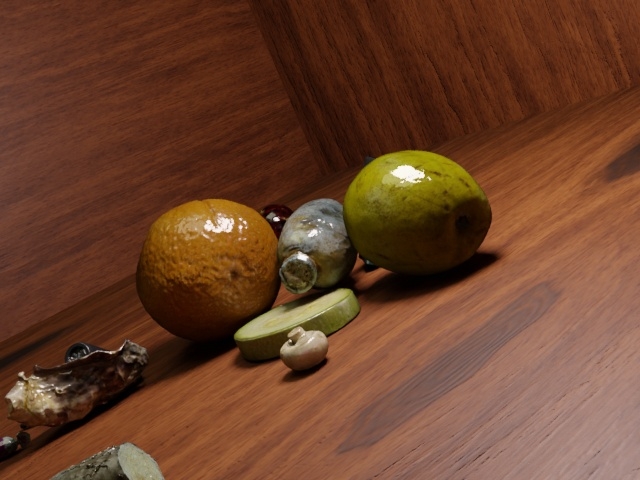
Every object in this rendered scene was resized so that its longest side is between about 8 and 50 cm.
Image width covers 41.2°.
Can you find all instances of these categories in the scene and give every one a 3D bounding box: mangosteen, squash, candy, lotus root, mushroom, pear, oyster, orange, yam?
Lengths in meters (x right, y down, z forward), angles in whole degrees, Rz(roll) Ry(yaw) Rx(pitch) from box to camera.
[{"bbox_3d":[-0.120,-0.022,2.578,0.172,0.184,0.172,-33,45,41],"label":"mangosteen"},{"bbox_3d":[-0.046,0.156,1.662,0.252,0.048,0.252,-23,9,4],"label":"squash"},{"bbox_3d":[-0.654,0.423,1.673,0.175,0.045,0.043,-24,43,-14],"label":"candy"},{"bbox_3d":[0.002,-0.002,1.835,0.175,0.175,0.349,-21,18,16],"label":"lotus root"},{"bbox_3d":[-0.028,0.180,1.425,0.084,0.067,0.083,-29,12,7],"label":"mushroom"},{"bbox_3d":[0.181,-0.049,1.659,0.253,0.252,0.307,-28,25,-24],"label":"pear"},{"bbox_3d":[-0.468,0.293,1.706,0.271,0.100,0.275,-40,-29,-10],"label":"oyster"},{"bbox_3d":[-0.248,0.065,1.869,0.322,0.322,0.357,-27,8,-21],"label":"orange"},{"bbox_3d":[-0.305,0.339,1.121,0.183,0.107,0.107,-26,10,-5],"label":"yam"}]

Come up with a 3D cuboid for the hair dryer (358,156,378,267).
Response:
[{"bbox_3d":[0.219,-0.050,1.981,0.303,0.244,0.116,8,8,-22],"label":"hair dryer"}]

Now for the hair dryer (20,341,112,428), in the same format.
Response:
[{"bbox_3d":[-0.553,0.319,1.817,0.255,0.070,0.128,-41,-27,1],"label":"hair dryer"}]
